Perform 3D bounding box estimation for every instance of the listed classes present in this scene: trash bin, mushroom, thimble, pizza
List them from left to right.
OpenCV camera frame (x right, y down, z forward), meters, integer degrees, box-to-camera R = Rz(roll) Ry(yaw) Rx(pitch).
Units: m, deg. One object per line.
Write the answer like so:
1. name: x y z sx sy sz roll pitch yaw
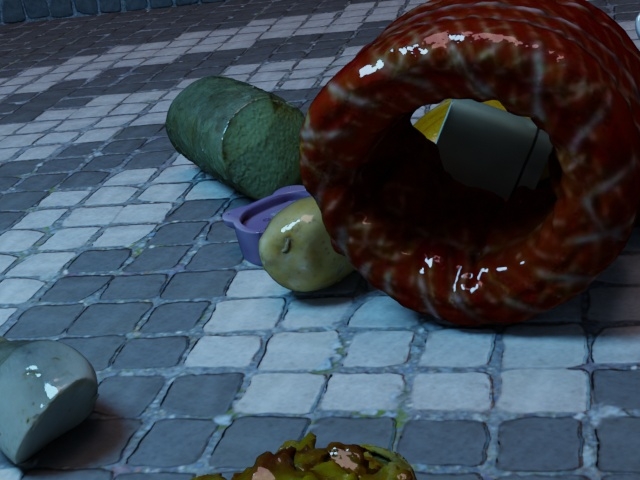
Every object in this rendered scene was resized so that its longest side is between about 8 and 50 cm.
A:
1. mushroom: -0.298 0.135 1.028 0.116 0.093 0.225 -42 40 -19
2. pizza: -0.018 0.184 0.721 0.161 0.085 0.305 -8 2 19
3. thimble: 0.171 -0.088 1.084 0.350 0.350 0.230 3 29 25
4. trash bin: 0.202 -0.102 1.260 0.130 0.116 0.059 20 24 2

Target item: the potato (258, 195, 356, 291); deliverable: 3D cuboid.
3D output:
1. potato: 0.000 0.000 1.222 0.109 0.118 0.178 38 24 13

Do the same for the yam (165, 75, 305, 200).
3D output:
1. yam: -0.124 -0.161 1.587 0.161 0.161 0.268 -18 23 -22

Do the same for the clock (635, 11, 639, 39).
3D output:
1. clock: 0.549 -0.214 1.257 0.342 0.184 0.326 42 18 17

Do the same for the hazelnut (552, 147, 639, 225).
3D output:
1. hazelnut: 0.384 -0.095 1.244 0.181 0.181 0.212 -42 2 16

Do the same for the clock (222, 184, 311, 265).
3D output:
1. clock: -0.048 -0.021 1.359 0.153 0.050 0.110 -25 28 -35

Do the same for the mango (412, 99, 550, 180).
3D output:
1. mango: 0.211 -0.130 1.422 0.257 0.138 0.187 -15 41 -6
